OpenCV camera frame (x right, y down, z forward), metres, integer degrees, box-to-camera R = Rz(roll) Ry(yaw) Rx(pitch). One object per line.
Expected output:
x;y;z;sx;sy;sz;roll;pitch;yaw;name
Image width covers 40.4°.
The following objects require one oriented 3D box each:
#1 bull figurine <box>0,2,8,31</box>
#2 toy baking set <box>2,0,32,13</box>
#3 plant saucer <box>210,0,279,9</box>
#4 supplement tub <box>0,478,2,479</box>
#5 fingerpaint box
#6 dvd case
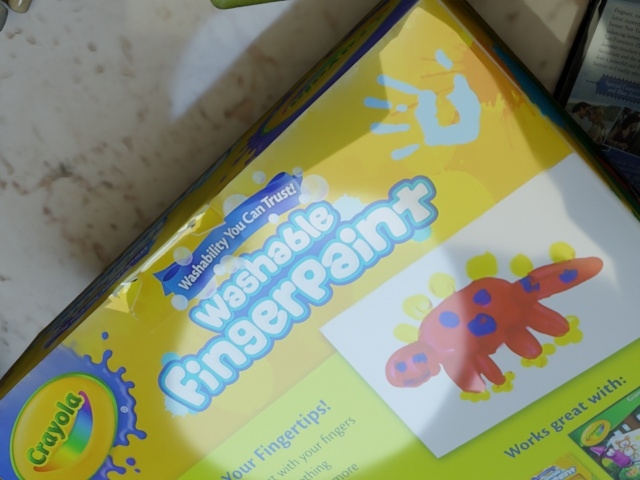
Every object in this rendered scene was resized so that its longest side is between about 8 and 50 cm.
-0.353;-0.135;0.653;0.188;0.101;0.310;22;124;-8;bull figurine
-0.252;-0.288;0.604;0.197;0.030;0.256;8;120;0;toy baking set
-0.007;-0.256;0.594;0.188;0.045;0.188;-6;119;8;plant saucer
-0.417;0.256;0.809;0.241;0.241;0.331;-5;119;8;supplement tub
0.036;0.096;0.632;0.371;0.163;0.445;43;112;-13;fingerpaint box
0.276;-0.119;0.664;0.180;0.022;0.253;13;120;-2;dvd case
